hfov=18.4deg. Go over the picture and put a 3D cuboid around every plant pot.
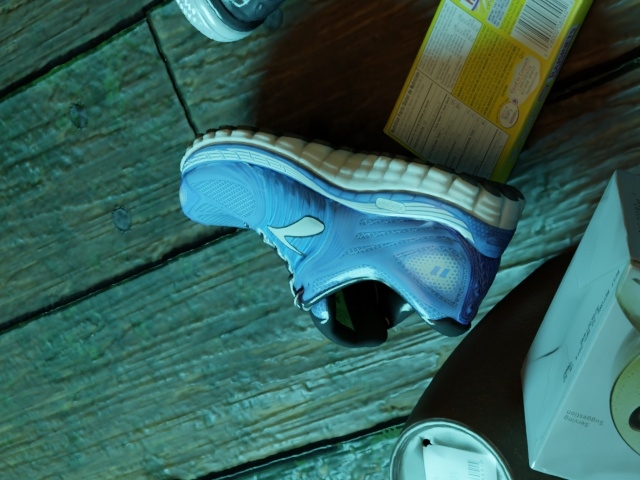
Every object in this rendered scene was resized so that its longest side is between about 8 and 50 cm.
[{"bbox_3d":[0.157,0.138,1.403,0.215,0.230,0.215,13,112,34],"label":"plant pot"}]

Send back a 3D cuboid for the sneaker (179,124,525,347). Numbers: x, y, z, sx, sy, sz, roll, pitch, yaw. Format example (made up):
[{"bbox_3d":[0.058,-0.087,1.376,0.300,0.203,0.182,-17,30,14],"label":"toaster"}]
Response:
[{"bbox_3d":[0.000,0.000,1.503,0.330,0.130,0.147,13,88,47],"label":"sneaker"}]

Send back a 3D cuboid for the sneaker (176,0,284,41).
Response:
[{"bbox_3d":[-0.075,-0.297,1.525,0.153,0.101,0.268,-18,99,40],"label":"sneaker"}]

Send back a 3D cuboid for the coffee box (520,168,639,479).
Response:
[{"bbox_3d":[0.297,0.090,1.255,0.297,0.119,0.168,17,120,-8],"label":"coffee box"}]

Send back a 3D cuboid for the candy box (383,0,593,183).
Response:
[{"bbox_3d":[0.126,-0.137,1.466,0.105,0.027,0.206,40,125,24],"label":"candy box"}]
